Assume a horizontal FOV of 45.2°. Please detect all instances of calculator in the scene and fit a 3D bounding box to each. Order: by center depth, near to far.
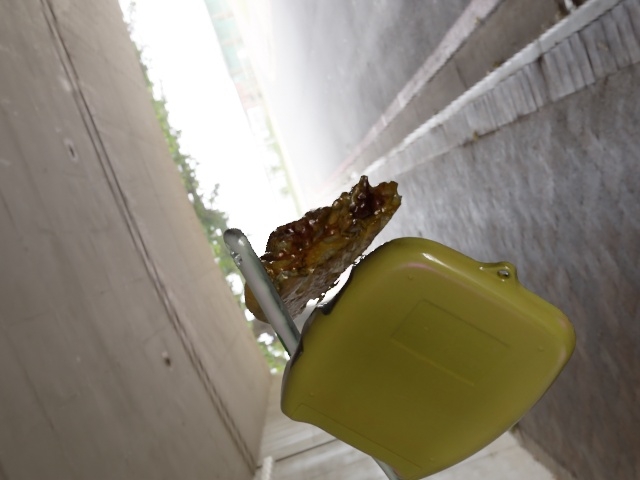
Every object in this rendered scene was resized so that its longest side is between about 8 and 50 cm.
[{"bbox_3d":[0.061,0.089,0.516,0.237,0.157,0.033,-59,3,43],"label":"calculator"}]

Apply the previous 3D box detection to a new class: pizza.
[{"bbox_3d":[-0.001,-0.001,0.754,0.069,0.194,0.154,44,168,16],"label":"pizza"}]

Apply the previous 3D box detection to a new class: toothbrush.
[{"bbox_3d":[0.023,0.155,0.690,0.042,0.040,0.418,22,144,59],"label":"toothbrush"}]
